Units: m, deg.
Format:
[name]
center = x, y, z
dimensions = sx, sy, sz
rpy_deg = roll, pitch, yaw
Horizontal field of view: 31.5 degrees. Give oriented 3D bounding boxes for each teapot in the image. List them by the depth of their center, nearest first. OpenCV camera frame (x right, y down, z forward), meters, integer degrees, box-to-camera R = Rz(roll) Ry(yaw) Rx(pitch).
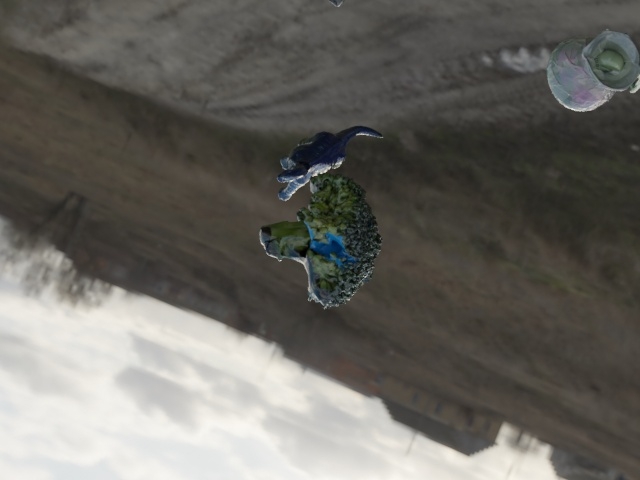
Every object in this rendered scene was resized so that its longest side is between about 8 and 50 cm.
[teapot]
center = 0.237, -0.142, 0.945
dimensions = 0.083, 0.064, 0.064
rpy_deg = 10, 172, -17

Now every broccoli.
[broccoli]
center = 0.000, 0.000, 1.464
dimensions = 0.160, 0.167, 0.154
rpy_deg = -3, -169, 2

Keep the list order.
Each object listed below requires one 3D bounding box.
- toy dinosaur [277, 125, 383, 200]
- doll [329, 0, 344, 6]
[toy dinosaur]
center = 0.014, -0.133, 1.714
dimensions = 0.075, 0.247, 0.188
rpy_deg = 64, 158, -4
[doll]
center = 0.108, -0.402, 1.459
dimensions = 0.153, 0.258, 0.195
rpy_deg = 47, -176, -32
